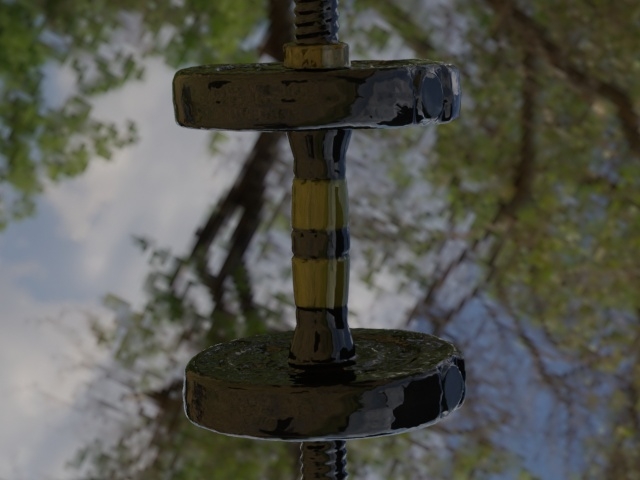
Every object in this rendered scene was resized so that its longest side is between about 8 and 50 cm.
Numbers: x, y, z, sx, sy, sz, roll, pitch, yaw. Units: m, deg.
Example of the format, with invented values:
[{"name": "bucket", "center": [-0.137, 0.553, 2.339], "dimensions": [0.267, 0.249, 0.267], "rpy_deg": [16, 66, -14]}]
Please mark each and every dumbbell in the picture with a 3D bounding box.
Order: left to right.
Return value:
[{"name": "dumbbell", "center": [0.000, 0.000, 0.901], "dimensions": [0.143, 0.143, 0.325], "rpy_deg": [-167, -106, -64]}]
